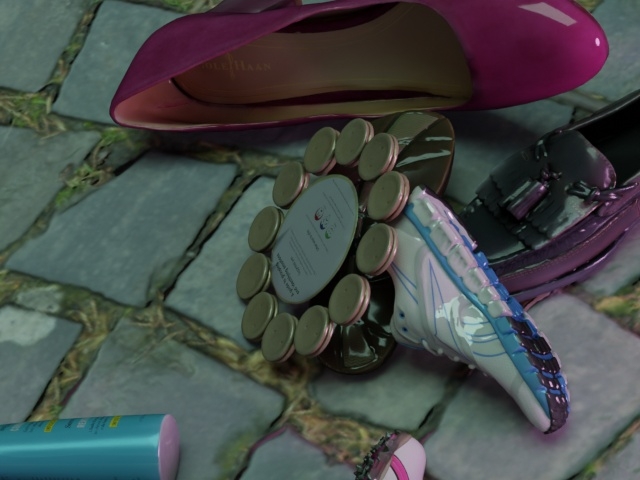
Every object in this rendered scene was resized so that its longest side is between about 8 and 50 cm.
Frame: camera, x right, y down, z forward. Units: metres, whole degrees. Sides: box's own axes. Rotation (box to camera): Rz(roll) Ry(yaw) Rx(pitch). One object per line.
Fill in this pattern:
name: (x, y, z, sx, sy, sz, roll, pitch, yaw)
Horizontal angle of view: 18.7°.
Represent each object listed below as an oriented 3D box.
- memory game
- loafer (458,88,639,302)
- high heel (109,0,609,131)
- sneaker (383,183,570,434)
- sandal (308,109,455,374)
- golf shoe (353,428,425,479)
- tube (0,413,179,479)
memory game: (0.000, 0.000, 1.371, 0.186, 0.012, 0.186, -34, 43, 39)
loafer: (0.207, -0.061, 1.403, 0.302, 0.095, 0.109, -29, 48, -14)
high heel: (0.023, -0.119, 1.462, 0.377, 0.127, 0.181, 3, 36, 40)
sneaker: (0.096, 0.060, 1.324, 0.083, 0.071, 0.190, -39, 72, 14)
sandal: (0.044, 0.003, 1.410, 0.090, 0.060, 0.219, 5, 64, 12)
golf shoe: (0.040, 0.203, 1.227, 0.086, 0.067, 0.186, 28, 47, -5)
tube: (-0.202, 0.145, 1.328, 0.207, 0.080, 0.052, -1, 87, 10)
